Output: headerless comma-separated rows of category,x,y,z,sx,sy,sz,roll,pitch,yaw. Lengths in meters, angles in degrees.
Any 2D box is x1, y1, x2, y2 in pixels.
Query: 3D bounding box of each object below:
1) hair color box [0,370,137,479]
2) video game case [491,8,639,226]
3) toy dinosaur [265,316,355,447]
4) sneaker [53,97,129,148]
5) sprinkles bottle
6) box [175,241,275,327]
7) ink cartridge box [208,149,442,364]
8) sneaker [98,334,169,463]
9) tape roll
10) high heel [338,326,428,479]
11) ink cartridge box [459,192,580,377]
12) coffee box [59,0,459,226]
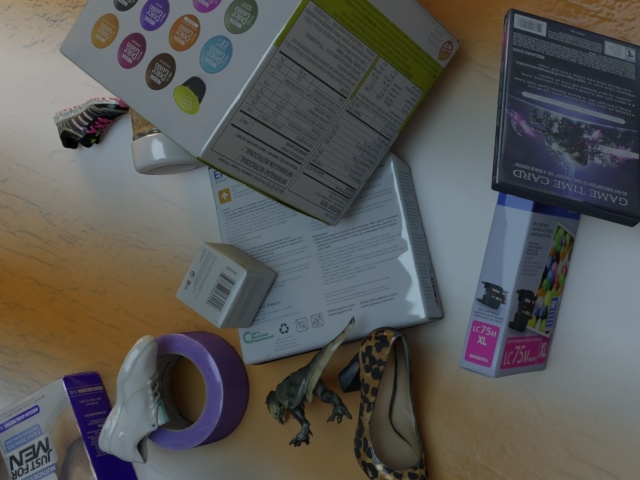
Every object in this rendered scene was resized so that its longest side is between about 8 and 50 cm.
hair color box,-0.422,0.418,1.877,0.185,0.110,0.338,-29,78,23
video game case,0.323,-0.163,1.414,0.196,0.026,0.274,14,63,-10
toy dinosaur,-0.014,0.232,1.632,0.268,0.064,0.118,-48,49,40
sneaker,-0.395,-0.201,1.902,0.170,0.063,0.074,-13,83,32
sprinkles bottle,-0.269,-0.291,1.803,0.121,0.121,0.355,-12,83,27
box,-0.145,0.068,1.673,0.102,0.087,0.101,33,102,28
ink cartridge box,0.000,0.000,1.685,0.324,0.071,0.330,-16,78,27
sneaker,-0.279,0.255,1.741,0.094,0.080,0.212,22,106,15
tape roll,-0.217,0.244,1.787,0.189,0.080,0.188,0,89,27
high heel,0.115,0.259,1.563,0.261,0.093,0.186,63,148,21
ink cartridge box,0.280,0.025,1.469,0.065,0.186,0.311,12,94,32
coffee box,-0.083,-0.272,1.534,0.338,0.338,0.334,38,98,34
